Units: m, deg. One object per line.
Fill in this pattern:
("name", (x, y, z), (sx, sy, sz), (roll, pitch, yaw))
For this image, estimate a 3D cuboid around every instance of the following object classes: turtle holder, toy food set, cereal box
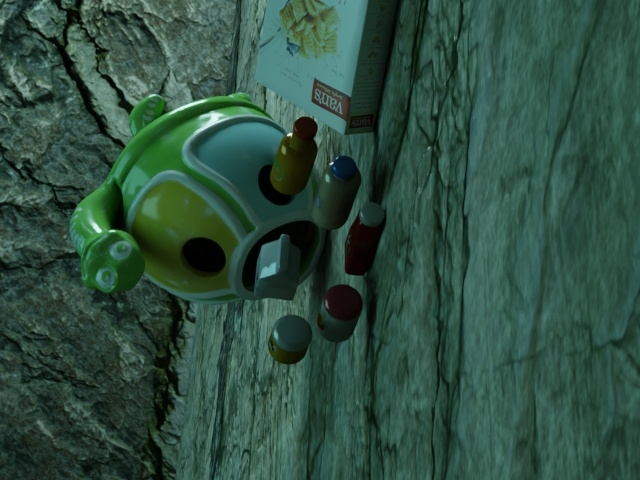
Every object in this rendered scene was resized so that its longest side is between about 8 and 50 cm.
("turtle holder", (-0.135, -0.042, 2.082), (0.227, 0.320, 0.243), (41, 107, 36))
("toy food set", (0.000, 0.000, 1.724), (0.104, 0.111, 0.232), (109, 168, -58))
("cereal box", (0.010, -0.250, 1.831), (0.173, 0.047, 0.240), (35, 123, 45))
